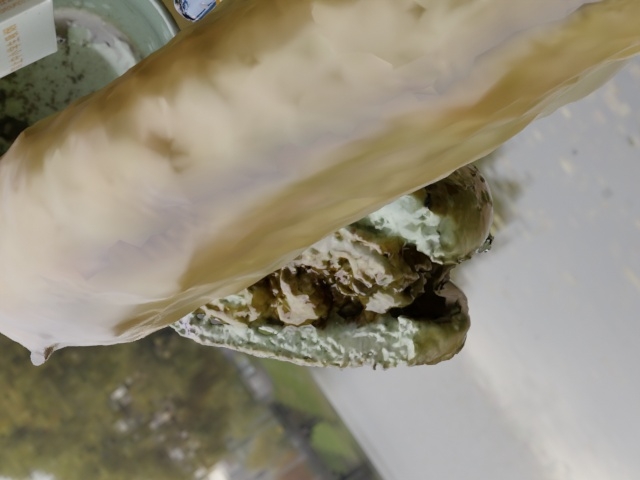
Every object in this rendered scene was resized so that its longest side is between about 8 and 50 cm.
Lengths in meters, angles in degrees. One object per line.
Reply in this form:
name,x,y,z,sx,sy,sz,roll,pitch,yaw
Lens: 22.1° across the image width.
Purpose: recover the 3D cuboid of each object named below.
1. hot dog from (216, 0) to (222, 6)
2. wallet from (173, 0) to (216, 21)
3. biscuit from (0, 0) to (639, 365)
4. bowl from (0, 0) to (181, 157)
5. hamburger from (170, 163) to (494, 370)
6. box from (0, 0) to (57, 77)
hot dog,0.010,-0.300,1.588,0.185,0.223,0.405,-65,-27,-63
wallet,-0.095,-0.354,1.921,0.059,0.141,0.202,31,148,-16
biscuit,0.058,-0.086,0.664,0.104,0.446,0.429,63,-153,-1
bowl,-0.273,-0.160,1.747,0.289,0.289,0.146,56,-179,-3
hamburger,0.000,0.000,1.491,0.277,0.318,0.195,-31,-53,-72
box,-0.272,-0.099,1.047,0.032,0.220,0.122,61,168,3
